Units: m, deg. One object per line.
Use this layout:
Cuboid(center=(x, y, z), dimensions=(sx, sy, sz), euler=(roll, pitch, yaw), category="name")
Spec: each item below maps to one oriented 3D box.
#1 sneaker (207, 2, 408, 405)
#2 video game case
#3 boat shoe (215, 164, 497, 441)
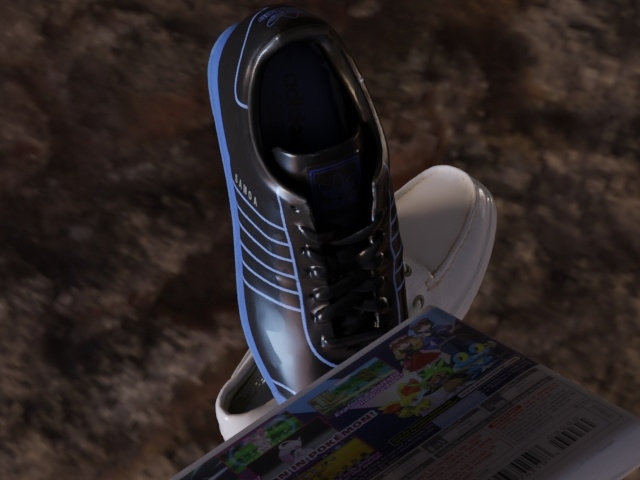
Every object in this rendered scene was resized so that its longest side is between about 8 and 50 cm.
Cuboid(center=(0.000, 0.000, 0.932), dimensions=(0.081, 0.090, 0.232), euler=(-18, -84, -14), category="sneaker")
Cuboid(center=(0.015, 0.111, 0.829), dimensions=(0.201, 0.183, 0.023), euler=(-33, -65, -14), category="video game case")
Cuboid(center=(0.027, 0.042, 1.320), dimensions=(0.277, 0.098, 0.096), euler=(-53, -35, -22), category="boat shoe")
